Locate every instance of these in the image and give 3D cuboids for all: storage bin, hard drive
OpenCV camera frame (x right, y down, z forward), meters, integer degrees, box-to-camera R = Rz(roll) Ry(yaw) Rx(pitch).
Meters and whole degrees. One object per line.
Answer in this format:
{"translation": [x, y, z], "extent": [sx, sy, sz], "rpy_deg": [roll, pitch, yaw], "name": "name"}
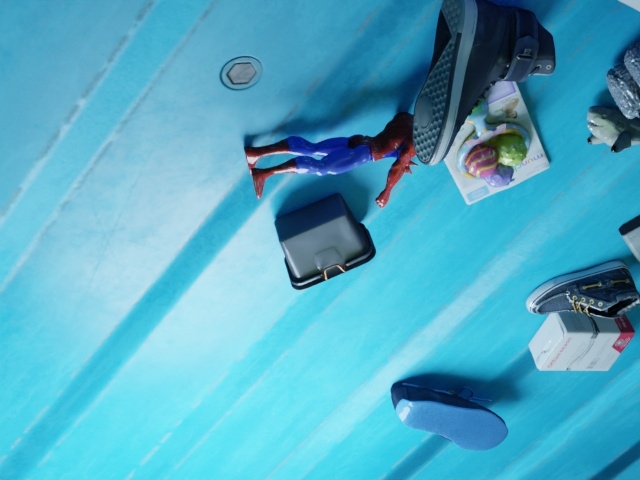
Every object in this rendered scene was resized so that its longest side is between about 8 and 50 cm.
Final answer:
{"translation": [0.000, 0.000, 1.747], "extent": [0.135, 0.098, 0.091], "rpy_deg": [-24, 129, 5], "name": "storage bin"}
{"translation": [0.559, -0.004, 2.005], "extent": [0.094, 0.022, 0.135], "rpy_deg": [-32, 139, 14], "name": "hard drive"}

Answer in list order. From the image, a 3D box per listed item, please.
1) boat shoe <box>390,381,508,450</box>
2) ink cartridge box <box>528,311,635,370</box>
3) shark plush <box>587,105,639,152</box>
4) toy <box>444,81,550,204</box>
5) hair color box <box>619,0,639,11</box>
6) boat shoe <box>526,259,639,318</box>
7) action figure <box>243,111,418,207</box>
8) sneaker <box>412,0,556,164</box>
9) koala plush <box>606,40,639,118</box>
{"translation": [0.237, 0.302, 2.179], "extent": [0.258, 0.089, 0.109], "rpy_deg": [29, 108, -36], "name": "boat shoe"}
{"translation": [0.460, 0.175, 2.135], "extent": [0.151, 0.063, 0.109], "rpy_deg": [3, 135, -24], "name": "ink cartridge box"}
{"translation": [0.463, -0.174, 1.759], "extent": [0.161, 0.073, 0.067], "rpy_deg": [-8, 108, -7], "name": "shark plush"}
{"translation": [0.244, -0.127, 1.720], "extent": [0.137, 0.056, 0.237], "rpy_deg": [-24, 139, 10], "name": "toy"}
{"translation": [0.437, -0.339, 1.386], "extent": [0.185, 0.110, 0.339], "rpy_deg": [-15, 170, 32], "name": "hair color box"}
{"translation": [0.442, 0.099, 2.028], "extent": [0.183, 0.083, 0.065], "rpy_deg": [-21, 140, 3], "name": "boat shoe"}
{"translation": [0.047, -0.095, 1.655], "extent": [0.280, 0.091, 0.139], "rpy_deg": [-14, 133, -4], "name": "action figure"}
{"translation": [0.216, -0.198, 1.570], "extent": [0.163, 0.086, 0.226], "rpy_deg": [4, 112, -28], "name": "sneaker"}
{"translation": [0.514, -0.161, 1.607], "extent": [0.203, 0.221, 0.196], "rpy_deg": [-13, 174, 3], "name": "koala plush"}
